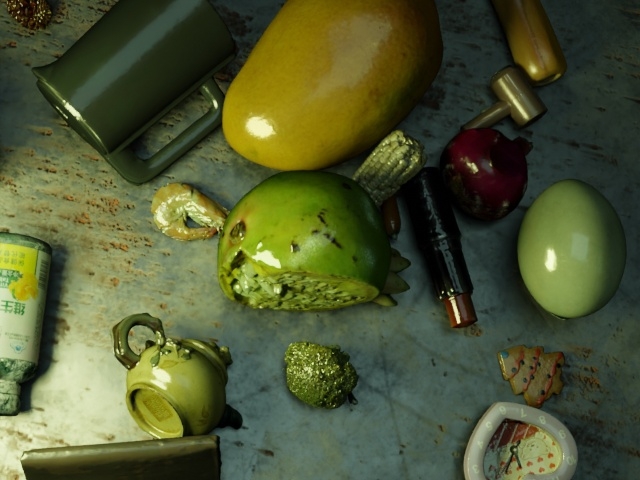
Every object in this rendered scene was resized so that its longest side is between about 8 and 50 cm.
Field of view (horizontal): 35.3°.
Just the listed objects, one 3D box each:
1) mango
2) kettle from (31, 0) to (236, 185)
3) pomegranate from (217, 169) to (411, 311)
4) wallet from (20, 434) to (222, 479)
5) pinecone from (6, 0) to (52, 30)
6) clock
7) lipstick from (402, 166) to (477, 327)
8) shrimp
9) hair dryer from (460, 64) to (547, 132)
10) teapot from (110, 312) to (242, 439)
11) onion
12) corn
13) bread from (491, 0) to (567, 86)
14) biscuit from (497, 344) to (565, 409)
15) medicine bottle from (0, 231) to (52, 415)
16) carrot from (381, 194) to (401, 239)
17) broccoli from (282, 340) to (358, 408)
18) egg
[{"bbox_3d":[0.021,-0.300,1.789,0.446,0.232,0.300,-41,87,-8],"label":"mango"},{"bbox_3d":[-0.316,-0.294,1.793,0.308,0.262,0.203,-45,49,-11],"label":"kettle"},{"bbox_3d":[0.000,0.000,1.697,0.359,0.310,0.216,10,69,-37],"label":"pomegranate"},{"bbox_3d":[-0.314,0.370,1.622,0.310,0.165,0.042,-5,51,-7],"label":"wallet"},{"bbox_3d":[-0.532,-0.422,1.838,0.083,0.077,0.077,6,75,13],"label":"pinecone"},{"bbox_3d":[0.334,0.361,1.736,0.198,0.064,0.172,-20,79,-11],"label":"clock"},{"bbox_3d":[0.218,0.012,1.803,0.081,0.081,0.299,-14,78,-9],"label":"lipstick"},{"bbox_3d":[-0.217,-0.038,1.790,0.180,0.041,0.099,27,76,0],"label":"shrimp"},{"bbox_3d":[0.322,-0.240,1.891,0.182,0.064,0.117,-33,81,-7],"label":"hair dryer"},{"bbox_3d":[-0.231,0.223,1.671,0.269,0.173,0.182,51,46,-6],"label":"teapot"},{"bbox_3d":[0.321,-0.141,1.825,0.198,0.135,0.173,-39,89,-17],"label":"onion"},{"bbox_3d":[0.101,-0.105,1.796,0.087,0.087,0.211,45,111,6],"label":"corn"},{"bbox_3d":[0.395,-0.415,1.933,0.093,0.074,0.239,-18,78,-5],"label":"bread"},{"bbox_3d":[0.374,0.234,1.796,0.130,0.019,0.119,28,75,2],"label":"biscuit"},{"bbox_3d":[-0.531,0.140,1.662,0.142,0.141,0.293,5,76,-5],"label":"medicine bottle"},{"bbox_3d":[0.124,-0.065,1.839,0.035,0.035,0.142,-5,69,-7],"label":"carrot"},{"bbox_3d":[0.002,0.225,1.716,0.131,0.130,0.120,-4,30,20],"label":"broccoli"},{"bbox_3d":[0.441,0.014,1.771,0.187,0.186,0.253,6,78,-5],"label":"egg"}]
